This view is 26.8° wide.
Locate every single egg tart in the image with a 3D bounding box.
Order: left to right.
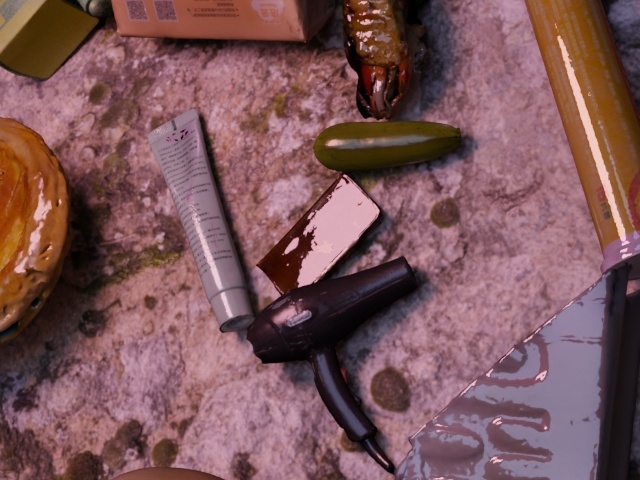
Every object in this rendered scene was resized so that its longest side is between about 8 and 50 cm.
[{"bbox_3d":[-0.504,0.004,1.942,0.388,0.169,0.388,-8,70,23],"label":"egg tart"}]

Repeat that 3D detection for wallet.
[{"bbox_3d":[0.000,0.000,1.789,0.176,0.026,0.095,-47,58,6],"label":"wallet"}]

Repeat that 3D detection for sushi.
[{"bbox_3d":[0.087,-0.271,1.760,0.097,0.103,0.226,0,103,40],"label":"sushi"}]

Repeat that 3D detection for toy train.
[{"bbox_3d":[-0.453,-0.445,2.041,0.253,0.160,0.397,-43,63,18],"label":"toy train"}]

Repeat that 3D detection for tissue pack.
[{"bbox_3d":[-0.127,-0.411,1.872,0.305,0.238,0.239,6,80,26],"label":"tissue pack"}]

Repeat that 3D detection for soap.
[{"bbox_3d":[0.231,0.175,1.572,0.257,0.159,0.302,4,78,28],"label":"soap"}]

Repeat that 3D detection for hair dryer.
[{"bbox_3d":[0.053,0.169,1.712,0.235,0.091,0.272,-25,80,6],"label":"hair dryer"}]

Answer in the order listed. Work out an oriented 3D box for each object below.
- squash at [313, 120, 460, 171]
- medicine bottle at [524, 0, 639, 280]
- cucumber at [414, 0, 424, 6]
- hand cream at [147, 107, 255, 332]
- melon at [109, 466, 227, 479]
[{"bbox_3d":[0.087,-0.127,1.761,0.201,0.066,0.066,-5,75,18],"label":"squash"},{"bbox_3d":[0.334,-0.166,1.632,0.108,0.108,0.426,-20,69,19],"label":"medicine bottle"},{"bbox_3d":[0.114,-0.322,1.812,0.168,0.039,0.039,-46,64,10],"label":"cucumber"},{"bbox_3d":[-0.164,-0.031,1.853,0.085,0.058,0.331,-28,67,18],"label":"hand cream"},{"bbox_3d":[-0.166,0.397,1.654,0.317,0.223,0.223,14,83,27],"label":"melon"}]
